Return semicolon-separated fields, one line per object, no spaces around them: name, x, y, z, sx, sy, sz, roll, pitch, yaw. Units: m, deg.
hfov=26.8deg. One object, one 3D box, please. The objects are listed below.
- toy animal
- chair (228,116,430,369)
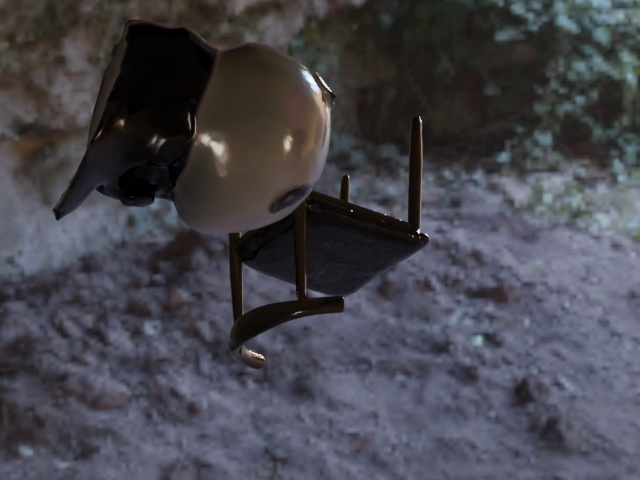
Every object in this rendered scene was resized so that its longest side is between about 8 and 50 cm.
toy animal;-0.085;-0.070;0.962;0.179;0.166;0.138;13;-14;-4
chair;0.000;0.000;1.399;0.166;0.272;0.188;18;-30;-25
